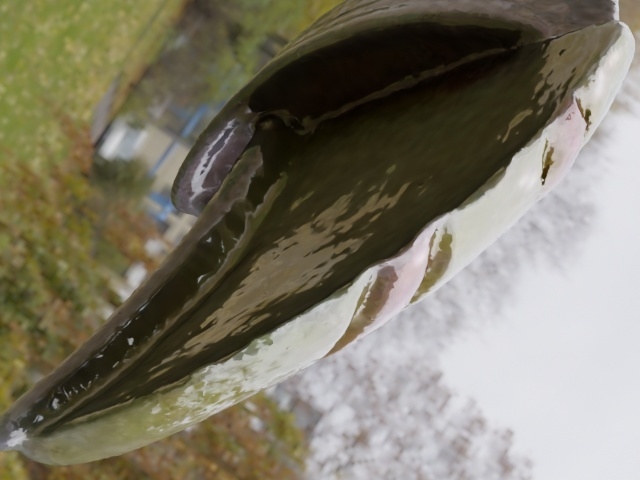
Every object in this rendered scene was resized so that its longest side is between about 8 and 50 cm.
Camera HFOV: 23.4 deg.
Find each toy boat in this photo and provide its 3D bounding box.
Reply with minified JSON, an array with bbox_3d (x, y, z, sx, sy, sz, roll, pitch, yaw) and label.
[{"bbox_3d":[0.021,-0.022,0.692,0.276,0.111,0.293,-26,-156,23],"label":"toy boat"}]
